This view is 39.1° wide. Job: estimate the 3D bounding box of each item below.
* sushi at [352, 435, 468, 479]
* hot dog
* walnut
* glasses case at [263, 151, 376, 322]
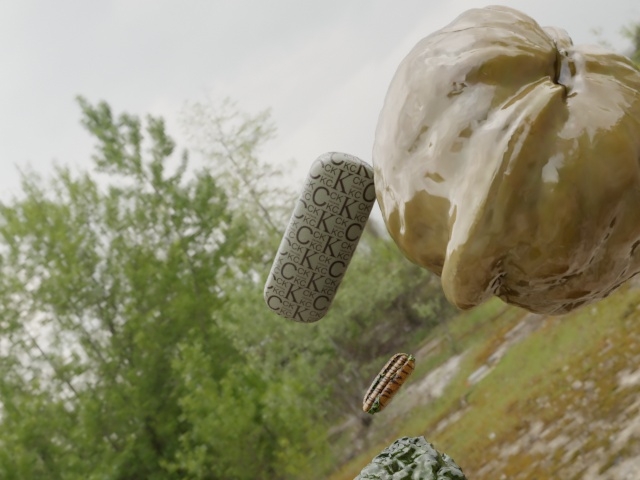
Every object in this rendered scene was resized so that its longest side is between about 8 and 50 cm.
[{"bbox_3d":[0.154,0.489,1.454,0.178,0.294,0.352,-33,-16,-26],"label":"sushi"},{"bbox_3d":[0.111,0.236,1.491,0.122,0.049,0.037,-53,-43,-2],"label":"hot dog"},{"bbox_3d":[0.192,-0.063,0.865,0.285,0.296,0.285,22,-90,-81],"label":"walnut"},{"bbox_3d":[0.000,0.000,1.695,0.085,0.137,0.355,-75,6,-65],"label":"glasses case"}]
